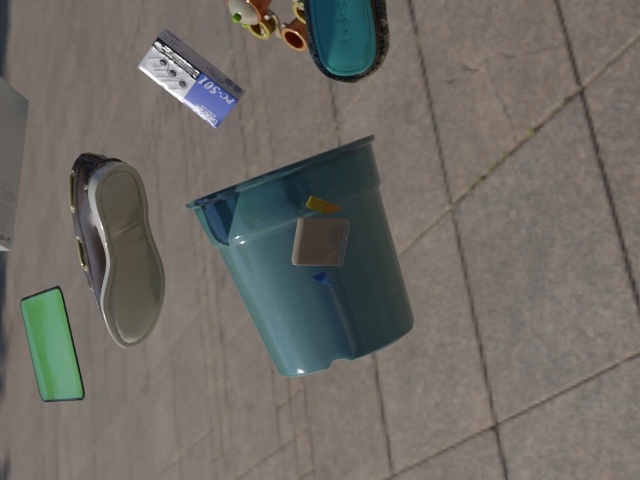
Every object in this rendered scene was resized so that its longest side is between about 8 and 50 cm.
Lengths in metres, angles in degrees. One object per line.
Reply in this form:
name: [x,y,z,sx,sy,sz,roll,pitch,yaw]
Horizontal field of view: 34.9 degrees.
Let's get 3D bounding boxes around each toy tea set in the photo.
toy tea set: [-0.078,-0.492,2.363,0.336,0.124,0.200,21,154,28]

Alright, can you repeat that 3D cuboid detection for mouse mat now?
mouse mat: [-0.364,0.144,1.379,0.190,0.007,0.152,-15,87,56]

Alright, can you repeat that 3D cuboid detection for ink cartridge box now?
ink cartridge box: [-0.267,-0.334,2.107,0.097,0.207,0.046,-44,13,40]

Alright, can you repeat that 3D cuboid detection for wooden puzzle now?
wooden puzzle: [0.000,0.000,1.366,0.014,0.079,0.116,-136,59,-64]

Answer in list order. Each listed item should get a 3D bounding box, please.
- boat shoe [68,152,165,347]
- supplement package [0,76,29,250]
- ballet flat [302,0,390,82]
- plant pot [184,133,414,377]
boat shoe: [-0.323,0.017,1.591,0.097,0.117,0.324,26,132,39]
supplement package: [-0.603,-0.132,1.593,0.199,0.198,0.262,53,-142,-72]
ballet flat: [0.020,-0.481,1.515,0.182,0.164,0.482,-78,-19,-60]
plant pot: [-0.010,0.032,1.732,0.341,0.341,0.334,-12,100,66]
